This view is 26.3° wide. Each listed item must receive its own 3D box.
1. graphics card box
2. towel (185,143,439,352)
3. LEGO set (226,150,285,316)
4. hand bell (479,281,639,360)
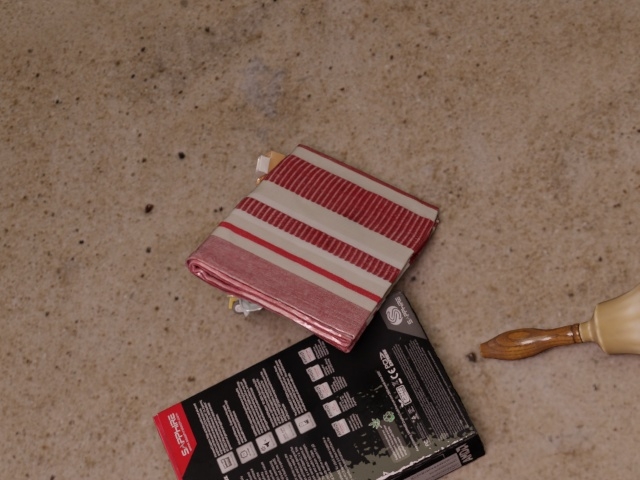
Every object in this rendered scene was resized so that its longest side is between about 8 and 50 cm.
[{"bbox_3d":[-0.003,0.249,1.762,0.371,0.094,0.233,-28,59,1],"label":"graphics card box"},{"bbox_3d":[0.000,0.000,1.805,0.237,0.037,0.329,27,39,11],"label":"towel"},{"bbox_3d":[-0.056,0.007,1.898,0.107,0.132,0.287,9,42,1],"label":"LEGO set"},{"bbox_3d":[0.321,0.122,1.751,0.242,0.126,0.126,-14,60,23],"label":"hand bell"}]
